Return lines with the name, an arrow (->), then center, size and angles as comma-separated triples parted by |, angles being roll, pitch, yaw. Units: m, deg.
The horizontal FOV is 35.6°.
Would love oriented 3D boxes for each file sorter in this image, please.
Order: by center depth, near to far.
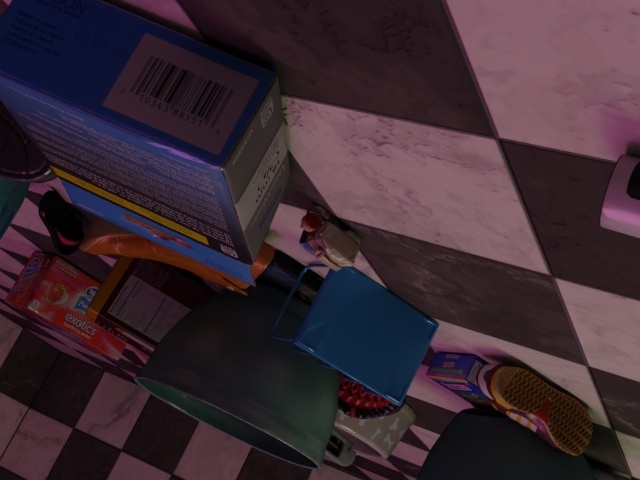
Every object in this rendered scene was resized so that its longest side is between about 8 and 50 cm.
file sorter -> 0.039, 0.117, 1.284 | 0.170, 0.118, 0.104 | 33, 164, -22

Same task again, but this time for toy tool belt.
toy tool belt -> 0.000, 0.000, 1.108 | 0.083, 0.052, 0.051 | 36, 152, -28

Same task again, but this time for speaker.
speaker -> 0.263, -0.015, 0.674 | 0.136, 0.055, 0.055 | 19, 162, 23

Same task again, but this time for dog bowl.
dog bowl -> 0.010, 0.320, 1.951 | 0.349, 0.102, 0.348 | 23, 163, 7

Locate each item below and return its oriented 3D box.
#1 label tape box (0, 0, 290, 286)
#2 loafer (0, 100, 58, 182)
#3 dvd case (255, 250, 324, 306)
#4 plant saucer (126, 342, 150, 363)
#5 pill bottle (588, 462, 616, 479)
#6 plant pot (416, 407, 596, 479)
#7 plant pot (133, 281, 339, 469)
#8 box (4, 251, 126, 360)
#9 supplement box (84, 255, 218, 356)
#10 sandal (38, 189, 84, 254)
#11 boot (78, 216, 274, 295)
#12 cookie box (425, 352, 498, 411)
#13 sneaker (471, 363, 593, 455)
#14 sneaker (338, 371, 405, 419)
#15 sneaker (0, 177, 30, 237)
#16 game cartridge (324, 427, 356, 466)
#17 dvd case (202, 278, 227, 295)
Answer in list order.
label tape box -> -0.159, -0.091, 0.975 | 0.241, 0.105, 0.333 | 24, 164, 9
loafer -> -0.407, -0.152, 1.204 | 0.303, 0.109, 0.095 | 26, -177, 21
dvd case -> -0.002, 0.091, 1.429 | 0.253, 0.022, 0.180 | 34, 161, -22
plant saucer -> -0.264, 0.228, 1.959 | 0.332, 0.084, 0.332 | 44, 177, 3
pill bottle -> 0.380, 0.417, 1.622 | 0.264, 0.146, 0.146 | 22, 163, 12
plant pot -> 0.266, 0.343, 1.421 | 0.290, 0.195, 0.290 | 1, 176, 0
plant pot -> -0.092, 0.179, 1.439 | 0.293, 0.196, 0.293 | 24, 163, 8
box -> -0.531, 0.143, 2.163 | 0.123, 0.128, 0.257 | 6, 153, 49
supplement box -> -0.286, 0.119, 1.711 | 0.194, 0.129, 0.191 | 33, 164, -8
sandal -> -0.411, -0.023, 1.621 | 0.040, 0.067, 0.179 | 12, 158, 7
boot -> -0.195, 0.012, 1.336 | 0.211, 0.104, 0.295 | 32, 158, -18
cookie box -> 0.217, 0.200, 1.397 | 0.107, 0.040, 0.092 | 34, 162, -23
sneaker -> 0.284, 0.219, 1.332 | 0.185, 0.069, 0.084 | 40, 167, -21
sneaker -> 0.066, 0.220, 1.618 | 0.125, 0.104, 0.262 | 4, -176, -35
sneaker -> -0.539, -0.111, 1.446 | 0.208, 0.127, 0.319 | 25, 154, -4
game cartridge -> -0.075, 0.324, 1.828 | 0.198, 0.062, 0.297 | 9, 156, 34
dvd case -> -0.088, 0.129, 1.672 | 0.165, 0.018, 0.221 | 18, 162, 25
